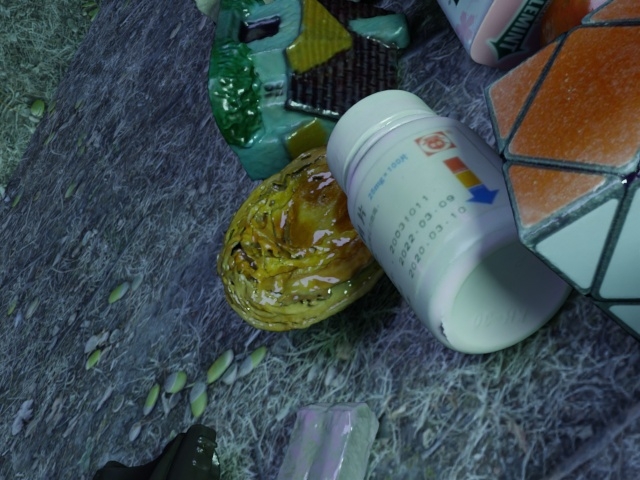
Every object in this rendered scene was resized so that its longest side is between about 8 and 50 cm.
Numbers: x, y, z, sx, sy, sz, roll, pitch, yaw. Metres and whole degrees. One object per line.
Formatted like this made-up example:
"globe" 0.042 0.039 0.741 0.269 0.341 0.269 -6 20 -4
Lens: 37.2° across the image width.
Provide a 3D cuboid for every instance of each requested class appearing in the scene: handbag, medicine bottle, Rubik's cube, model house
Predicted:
"handbag" -0.235 0.371 1.180 0.285 0.113 0.257 -35 31 40
"medicine bottle" 0.123 -0.033 0.992 0.170 0.170 0.293 -46 43 13
"Rubik's cube" 0.289 -0.069 0.813 0.207 0.205 0.205 -34 38 27
"model house" 0.003 -0.242 1.366 0.248 0.230 0.281 -10 51 17

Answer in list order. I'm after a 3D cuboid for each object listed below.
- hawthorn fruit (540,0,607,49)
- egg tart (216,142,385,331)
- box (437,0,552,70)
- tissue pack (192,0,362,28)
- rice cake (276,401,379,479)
"hawthorn fruit" 0.303 -0.216 0.945 0.169 0.169 0.188 -60 -8 -7
"egg tart" 0.000 0.000 1.208 0.297 0.132 0.297 -20 44 21
"box" 0.202 -0.405 1.222 0.190 0.112 0.370 -58 37 36
"tissue pack" -0.085 -0.519 1.656 0.264 0.253 0.417 -40 35 20
"rice cake" -0.019 0.313 1.008 0.106 0.050 0.298 -11 52 49
